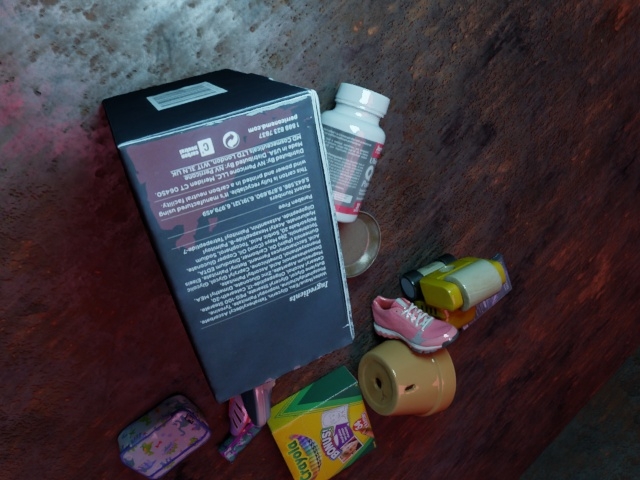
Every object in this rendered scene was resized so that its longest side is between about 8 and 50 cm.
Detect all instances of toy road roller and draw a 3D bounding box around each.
[{"bbox_3d":[0.429,0.188,1.461,0.202,0.329,0.241,-23,99,-19],"label":"toy road roller"}]

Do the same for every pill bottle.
[{"bbox_3d":[0.058,-0.218,1.154,0.176,0.176,0.318,10,106,-32],"label":"pill bottle"}]

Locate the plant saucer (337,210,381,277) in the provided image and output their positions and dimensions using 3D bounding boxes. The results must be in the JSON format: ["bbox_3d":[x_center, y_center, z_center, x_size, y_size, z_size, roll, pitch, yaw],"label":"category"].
[{"bbox_3d":[0.086,0.008,1.321,0.198,0.036,0.199,-10,111,-29],"label":"plant saucer"}]

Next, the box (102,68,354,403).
[{"bbox_3d":[-0.190,-0.052,0.903,0.297,0.480,0.472,-22,120,-18],"label":"box"}]

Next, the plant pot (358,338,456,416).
[{"bbox_3d":[0.259,0.438,1.486,0.203,0.291,0.291,-5,114,-33],"label":"plant pot"}]

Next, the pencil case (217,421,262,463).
[{"bbox_3d":[-0.247,0.612,1.424,0.152,0.064,0.070,-49,168,-3],"label":"pencil case"}]

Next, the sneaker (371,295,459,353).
[{"bbox_3d":[0.273,0.248,1.416,0.116,0.314,0.136,-35,115,-35],"label":"sneaker"}]

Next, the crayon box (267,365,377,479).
[{"bbox_3d":[0.010,0.652,1.563,0.313,0.106,0.363,-27,122,-17],"label":"crayon box"}]

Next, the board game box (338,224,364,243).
[{"bbox_3d":[0.000,0.000,1.312,0.259,0.030,0.136,26,95,-35],"label":"board game box"}]

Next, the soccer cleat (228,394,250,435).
[{"bbox_3d":[-0.240,0.464,1.362,0.095,0.083,0.248,17,102,-18],"label":"soccer cleat"}]

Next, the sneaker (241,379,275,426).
[{"bbox_3d":[-0.123,0.342,1.288,0.208,0.127,0.319,-6,90,-31],"label":"sneaker"}]

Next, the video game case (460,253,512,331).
[{"bbox_3d":[0.613,0.202,1.753,0.274,0.026,0.196,-38,125,-11],"label":"video game case"}]

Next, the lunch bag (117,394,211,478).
[{"bbox_3d":[-0.430,0.551,1.283,0.219,0.090,0.176,-34,127,-11],"label":"lunch bag"}]
